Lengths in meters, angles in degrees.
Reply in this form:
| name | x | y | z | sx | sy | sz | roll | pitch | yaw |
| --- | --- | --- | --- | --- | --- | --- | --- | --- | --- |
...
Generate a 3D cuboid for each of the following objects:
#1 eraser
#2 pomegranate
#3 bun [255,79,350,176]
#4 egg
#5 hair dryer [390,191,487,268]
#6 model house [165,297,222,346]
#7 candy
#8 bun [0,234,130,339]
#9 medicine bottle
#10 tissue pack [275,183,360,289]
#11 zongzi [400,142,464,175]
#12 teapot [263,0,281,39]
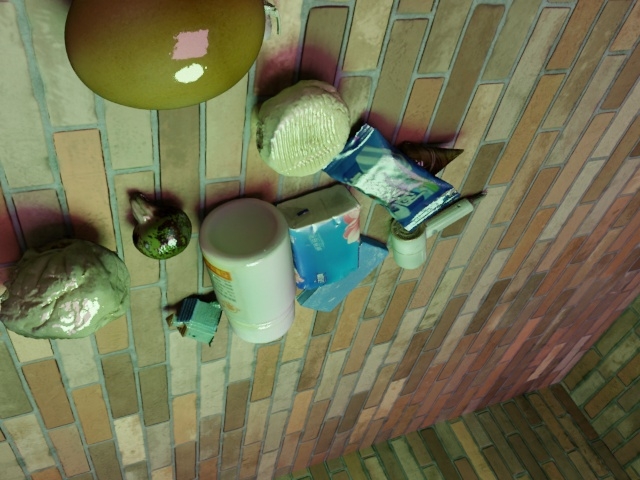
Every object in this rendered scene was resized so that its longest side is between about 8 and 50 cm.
| name | x | y | z | sx | sy | sz | roll | pitch | yaw |
| --- | --- | --- | --- | --- | --- | --- | --- | --- | --- |
| eraser | 0.072 | 0.113 | 1.776 | 0.144 | 0.042 | 0.312 | 20 | 123 | -44 |
| pomegranate | -0.373 | -0.037 | 1.291 | 0.138 | 0.163 | 0.125 | -23 | -176 | 17 |
| bun | -0.046 | -0.252 | 1.208 | 0.221 | 0.134 | 0.220 | -20 | 139 | -19 |
| egg | -0.245 | -0.336 | 0.891 | 0.323 | 0.250 | 0.250 | -24 | 143 | 2 |
| hair dryer | 0.382 | -0.054 | 1.743 | 0.357 | 0.107 | 0.173 | -29 | 146 | -8 |
| model house | -0.366 | 0.223 | 1.601 | 0.149 | 0.119 | 0.148 | 17 | 149 | -16 |
| candy | 0.180 | -0.151 | 1.432 | 0.331 | 0.077 | 0.187 | 32 | 125 | -25 |
| bun | -0.552 | 0.095 | 1.224 | 0.282 | 0.282 | 0.204 | 0 | 101 | -31 |
| medicine bottle | -0.174 | 0.091 | 1.459 | 0.219 | 0.219 | 0.388 | -19 | 142 | -11 |
| tissue pack | 0.000 | 0.000 | 1.524 | 0.209 | 0.137 | 0.269 | -17 | 142 | -11 |
| zongzi | 0.284 | -0.177 | 1.531 | 0.184 | 0.084 | 0.187 | -4 | 138 | -20 |
| teapot | -0.108 | -0.413 | 1.042 | 0.083 | 0.064 | 0.064 | 4 | 125 | -29 |
